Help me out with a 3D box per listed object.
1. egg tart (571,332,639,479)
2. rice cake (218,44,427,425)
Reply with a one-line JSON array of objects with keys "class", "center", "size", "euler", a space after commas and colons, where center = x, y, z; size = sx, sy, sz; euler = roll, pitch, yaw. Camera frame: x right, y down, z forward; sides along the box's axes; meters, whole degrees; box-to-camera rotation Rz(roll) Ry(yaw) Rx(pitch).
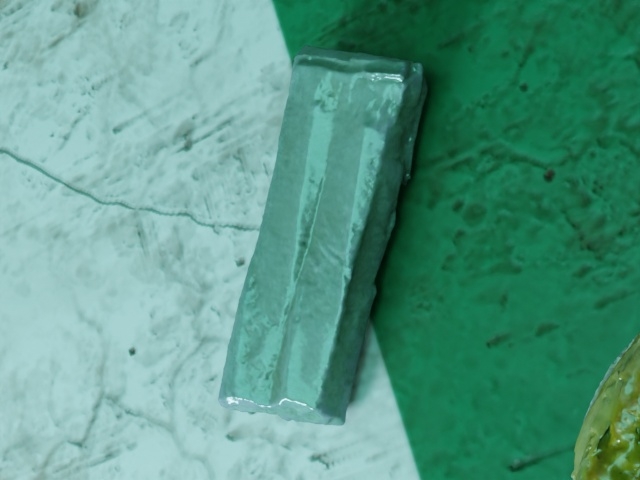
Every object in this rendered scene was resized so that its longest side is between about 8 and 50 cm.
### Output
[{"class": "egg tart", "center": [0.230, 0.123, 0.677], "size": [0.234, 0.094, 0.234], "euler": [-7, 77, 32]}, {"class": "rice cake", "center": [0.000, 0.000, 0.866], "size": [0.085, 0.040, 0.226], "euler": [15, 93, 31]}]
